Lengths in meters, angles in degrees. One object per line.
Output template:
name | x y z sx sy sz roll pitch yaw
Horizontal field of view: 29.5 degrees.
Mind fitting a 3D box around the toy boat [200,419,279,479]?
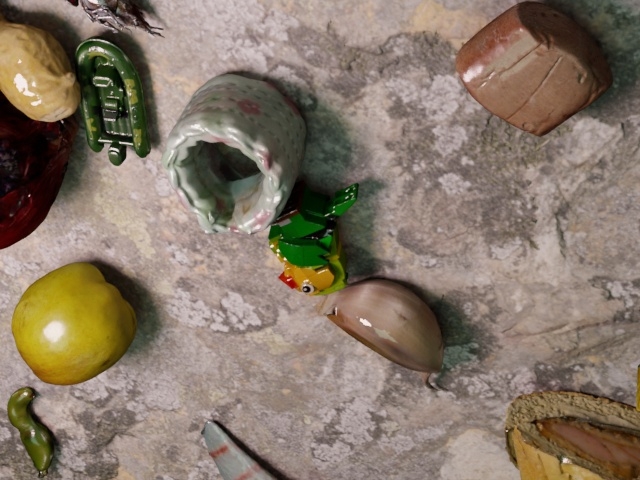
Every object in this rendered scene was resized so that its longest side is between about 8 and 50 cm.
toy boat | -0.122 0.440 2.196 0.282 0.096 0.206 43 143 -4

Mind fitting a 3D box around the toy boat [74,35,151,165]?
toy boat | -0.304 -0.205 1.766 0.104 0.052 0.210 10 130 15

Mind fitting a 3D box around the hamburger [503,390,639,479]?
hamburger | 0.424 0.369 1.889 0.330 0.162 0.209 17 133 3

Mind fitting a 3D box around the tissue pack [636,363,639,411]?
tissue pack | 0.605 0.200 1.710 0.192 0.134 0.271 38 129 -10

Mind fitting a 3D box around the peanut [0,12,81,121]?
peanut | -0.450 -0.270 1.728 0.263 0.101 0.117 35 102 3

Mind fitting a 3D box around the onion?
onion | -0.516 -0.122 1.806 0.281 0.221 0.280 0 100 3

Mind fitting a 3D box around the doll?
doll | -0.009 0.000 1.788 0.134 0.106 0.186 0 127 5

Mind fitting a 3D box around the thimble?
thimble | -0.120 -0.114 1.712 0.185 0.149 0.211 15 131 4

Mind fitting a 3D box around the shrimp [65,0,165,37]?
shrimp | -0.288 -0.317 1.668 0.165 0.056 0.065 36 143 -17

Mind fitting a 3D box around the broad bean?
broad bean | -0.543 0.363 2.294 0.070 0.048 0.213 4 125 18

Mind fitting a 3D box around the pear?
pear | -0.404 0.138 1.982 0.200 0.200 0.200 10 129 12

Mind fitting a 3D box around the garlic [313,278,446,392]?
garlic | 0.130 0.155 1.874 0.266 0.148 0.128 44 91 -11

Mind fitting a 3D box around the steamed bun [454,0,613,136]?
steamed bun | 0.270 -0.222 1.524 0.175 0.106 0.145 32 126 -25
